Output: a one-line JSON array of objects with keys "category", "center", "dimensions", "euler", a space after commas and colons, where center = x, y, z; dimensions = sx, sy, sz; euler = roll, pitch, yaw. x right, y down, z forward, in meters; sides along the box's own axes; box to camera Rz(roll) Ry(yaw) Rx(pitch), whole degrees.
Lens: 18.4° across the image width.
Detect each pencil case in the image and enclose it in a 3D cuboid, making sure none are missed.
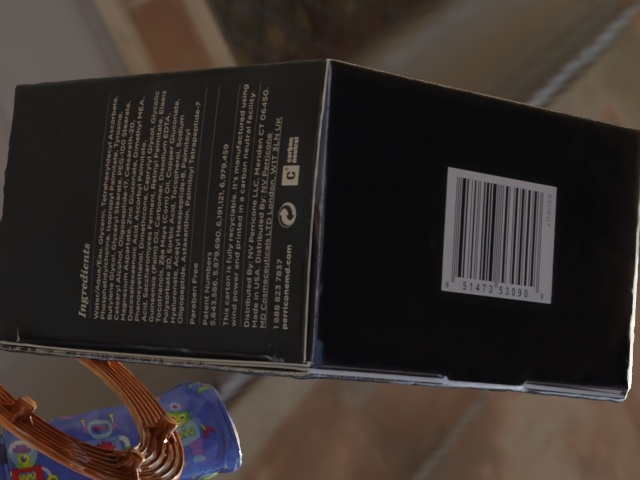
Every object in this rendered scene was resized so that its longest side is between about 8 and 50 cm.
[{"category": "pencil case", "center": [-0.253, 0.258, 2.422], "dimensions": [0.306, 0.133, 0.119], "euler": [-13, 166, -15]}]

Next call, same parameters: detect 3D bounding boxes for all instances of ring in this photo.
[{"category": "ring", "center": [-0.285, 0.154, 2.192], "dimensions": [0.032, 0.337, 0.336], "euler": [-54, -177, 14]}]

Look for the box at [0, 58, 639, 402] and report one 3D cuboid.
[{"category": "box", "center": [0.000, 0.000, 2.035], "dimensions": [0.472, 0.297, 0.480], "euler": [-1, 173, 45]}]
